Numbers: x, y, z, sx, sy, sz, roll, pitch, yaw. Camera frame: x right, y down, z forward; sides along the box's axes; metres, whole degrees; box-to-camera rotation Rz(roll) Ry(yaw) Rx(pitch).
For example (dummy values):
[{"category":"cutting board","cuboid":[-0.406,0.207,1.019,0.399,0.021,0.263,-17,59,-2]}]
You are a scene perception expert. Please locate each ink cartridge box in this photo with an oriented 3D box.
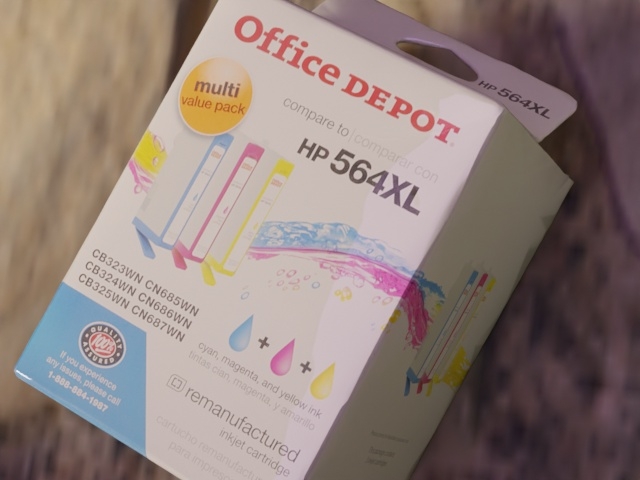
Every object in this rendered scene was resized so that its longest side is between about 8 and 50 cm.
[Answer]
[{"category":"ink cartridge box","cuboid":[0.000,0.000,0.472,0.092,0.090,0.143,28,90,22]}]
